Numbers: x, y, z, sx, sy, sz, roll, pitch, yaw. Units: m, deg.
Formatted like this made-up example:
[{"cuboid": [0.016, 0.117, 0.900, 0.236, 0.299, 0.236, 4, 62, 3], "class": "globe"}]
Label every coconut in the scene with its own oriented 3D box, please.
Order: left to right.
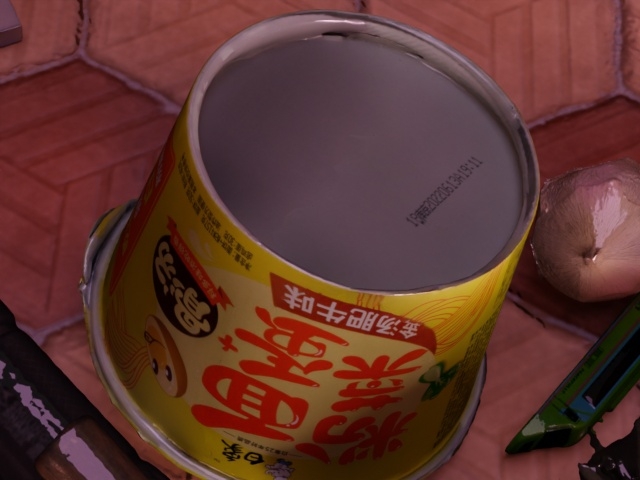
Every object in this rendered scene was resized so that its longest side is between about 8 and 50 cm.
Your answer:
[{"cuboid": [0.209, -0.006, 1.134, 0.110, 0.110, 0.124, 28, 21, 9], "class": "coconut"}]

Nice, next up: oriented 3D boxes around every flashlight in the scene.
[{"cuboid": [-0.237, 0.093, 1.045, 0.103, 0.103, 0.424, -38, 73, -24], "class": "flashlight"}]

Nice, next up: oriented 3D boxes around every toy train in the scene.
[{"cuboid": [0.217, 0.097, 1.124, 0.042, 0.044, 0.209, 39, 64, 13], "class": "toy train"}]

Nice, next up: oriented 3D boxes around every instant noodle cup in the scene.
[{"cuboid": [0.000, 0.000, 1.024, 0.311, 0.221, 0.311, 8, 52, -11], "class": "instant noodle cup"}]

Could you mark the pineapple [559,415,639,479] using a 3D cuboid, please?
[{"cuboid": [0.292, 0.234, 0.993, 0.364, 0.165, 0.165, 24, 61, 8], "class": "pineapple"}]

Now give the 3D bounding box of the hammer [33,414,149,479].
[{"cuboid": [-0.014, 0.282, 0.939, 0.440, 0.044, 0.168, 47, 62, 3], "class": "hammer"}]

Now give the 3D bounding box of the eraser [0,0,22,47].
[{"cuboid": [-0.319, -0.214, 1.244, 0.104, 0.023, 0.150, -20, 66, -17], "class": "eraser"}]
